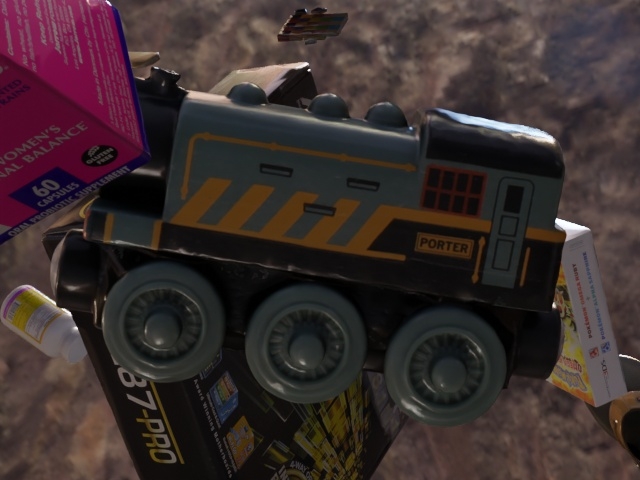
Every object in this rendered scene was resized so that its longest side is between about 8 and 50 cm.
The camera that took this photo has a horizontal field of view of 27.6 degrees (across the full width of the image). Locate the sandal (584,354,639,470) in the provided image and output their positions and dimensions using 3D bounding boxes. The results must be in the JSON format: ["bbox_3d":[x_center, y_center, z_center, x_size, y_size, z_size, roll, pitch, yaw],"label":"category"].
[{"bbox_3d":[0.348,0.207,1.394,0.090,0.060,0.219,-39,-127,19],"label":"sandal"}]

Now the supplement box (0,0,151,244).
[{"bbox_3d":[-0.196,-0.100,0.633,0.111,0.220,0.114,-27,-122,18],"label":"supplement box"}]

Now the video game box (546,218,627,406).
[{"bbox_3d":[0.238,0.062,1.400,0.048,0.187,0.205,-24,-162,-16],"label":"video game box"}]

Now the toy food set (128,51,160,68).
[{"bbox_3d":[-0.235,-0.105,1.160,0.192,0.038,0.132,-38,-151,-25],"label":"toy food set"}]

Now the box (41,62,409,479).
[{"bbox_3d":[-0.060,0.087,1.149,0.097,0.395,0.318,-3,-152,28],"label":"box"}]

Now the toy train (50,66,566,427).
[{"bbox_3d":[0.000,0.000,0.832,0.334,0.190,0.142,9,-170,-2],"label":"toy train"}]

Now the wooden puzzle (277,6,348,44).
[{"bbox_3d":[-0.006,-0.174,1.062,0.049,0.006,0.083,0,-151,14],"label":"wooden puzzle"}]

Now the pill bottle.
[{"bbox_3d":[-0.244,0.076,1.163,0.083,0.043,0.043,30,-117,25],"label":"pill bottle"}]
